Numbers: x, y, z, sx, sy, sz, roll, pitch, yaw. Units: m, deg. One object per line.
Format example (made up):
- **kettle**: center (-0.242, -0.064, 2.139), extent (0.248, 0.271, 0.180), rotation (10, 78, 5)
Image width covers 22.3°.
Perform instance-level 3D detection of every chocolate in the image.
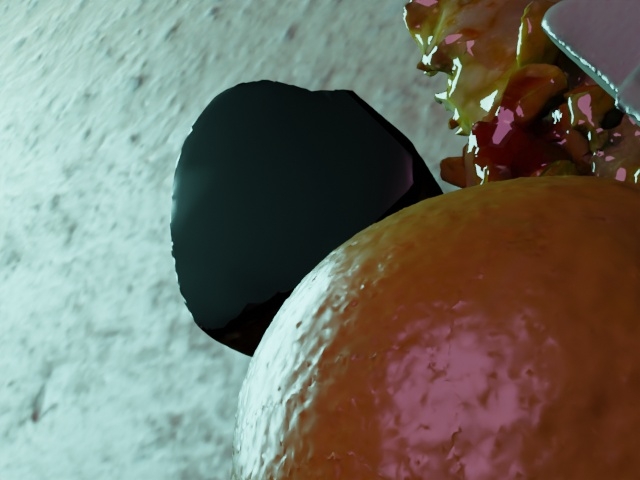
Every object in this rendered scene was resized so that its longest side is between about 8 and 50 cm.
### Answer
- **chocolate**: center (0.000, 0.000, 0.755), extent (0.149, 0.080, 0.125), rotation (12, 76, 42)

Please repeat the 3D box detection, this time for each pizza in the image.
- **pizza**: center (0.150, -0.097, 0.699), extent (0.251, 0.074, 0.287), rotation (-34, 40, 13)

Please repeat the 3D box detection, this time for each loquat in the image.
- **loquat**: center (0.071, 0.083, 0.496), extent (0.208, 0.208, 0.208), rotation (-27, 40, 26)

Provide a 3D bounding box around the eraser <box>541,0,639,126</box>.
- **eraser**: center (0.187, 0.010, 0.467), extent (0.061, 0.089, 0.352), rotation (-48, 40, 9)
